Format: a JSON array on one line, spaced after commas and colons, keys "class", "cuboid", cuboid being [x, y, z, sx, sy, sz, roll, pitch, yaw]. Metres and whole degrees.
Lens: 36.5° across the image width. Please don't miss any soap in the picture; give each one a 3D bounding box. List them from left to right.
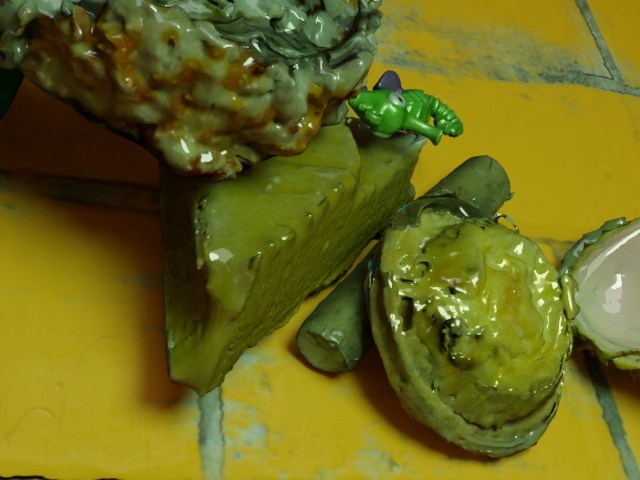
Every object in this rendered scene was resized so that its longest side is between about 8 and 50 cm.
[{"class": "soap", "cuboid": [0.000, 0.000, 0.967, 0.304, 0.169, 0.338, 7, 40, -17]}]

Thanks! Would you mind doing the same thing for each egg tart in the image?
[{"class": "egg tart", "cuboid": [0.173, 0.070, 0.990, 0.291, 0.107, 0.291, 14, 64, -32]}]

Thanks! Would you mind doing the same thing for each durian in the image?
[{"class": "durian", "cuboid": [0.366, 0.076, 1.104, 0.196, 0.185, 0.305, -5, 48, -3]}]

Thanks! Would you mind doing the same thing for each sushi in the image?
[{"class": "sushi", "cuboid": [-0.125, -0.248, 0.882, 0.417, 0.176, 0.417, 17, 49, -21]}]

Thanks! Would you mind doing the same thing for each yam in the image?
[{"class": "yam", "cuboid": [0.100, 0.016, 1.076, 0.083, 0.083, 0.371, 40, 50, 11]}]

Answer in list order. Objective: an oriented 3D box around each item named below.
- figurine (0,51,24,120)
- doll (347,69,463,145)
[{"class": "figurine", "cuboid": [-0.397, -0.169, 0.910, 0.323, 0.231, 0.340, 29, 44, 19]}, {"class": "doll", "cuboid": [0.095, -0.139, 1.049, 0.115, 0.050, 0.190, 44, 28, 18]}]
